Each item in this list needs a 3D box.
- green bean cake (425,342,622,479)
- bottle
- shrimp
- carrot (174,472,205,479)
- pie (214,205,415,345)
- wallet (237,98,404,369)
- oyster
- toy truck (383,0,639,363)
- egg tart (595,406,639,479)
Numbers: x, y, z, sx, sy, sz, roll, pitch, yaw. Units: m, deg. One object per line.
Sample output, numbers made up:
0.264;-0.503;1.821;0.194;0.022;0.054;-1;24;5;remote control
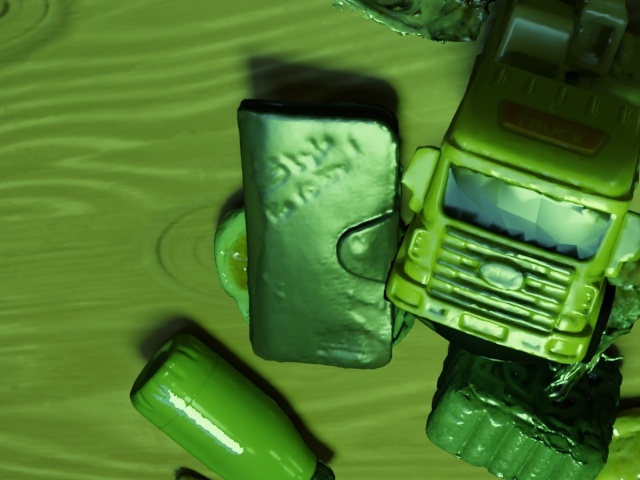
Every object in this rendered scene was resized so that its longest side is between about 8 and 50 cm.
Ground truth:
0.215;0.166;1.514;0.183;0.185;0.094;27;129;0;green bean cake
-0.097;0.226;1.723;0.260;0.112;0.112;41;129;-12;bottle
0.321;0.094;1.454;0.150;0.051;0.217;40;95;-26;shrimp
-0.115;0.343;1.871;0.165;0.035;0.035;26;130;-3;carrot
-0.003;0.037;1.584;0.241;0.054;0.240;10;128;12;pie
0.000;0.000;1.496;0.165;0.042;0.309;6;122;9;wallet
0.075;-0.241;1.345;0.177;0.056;0.105;5;115;16;oyster
0.186;-0.080;1.206;0.181;0.405;0.254;16;119;8;toy truck
0.392;0.335;1.602;0.352;0.153;0.339;7;125;15;egg tart
